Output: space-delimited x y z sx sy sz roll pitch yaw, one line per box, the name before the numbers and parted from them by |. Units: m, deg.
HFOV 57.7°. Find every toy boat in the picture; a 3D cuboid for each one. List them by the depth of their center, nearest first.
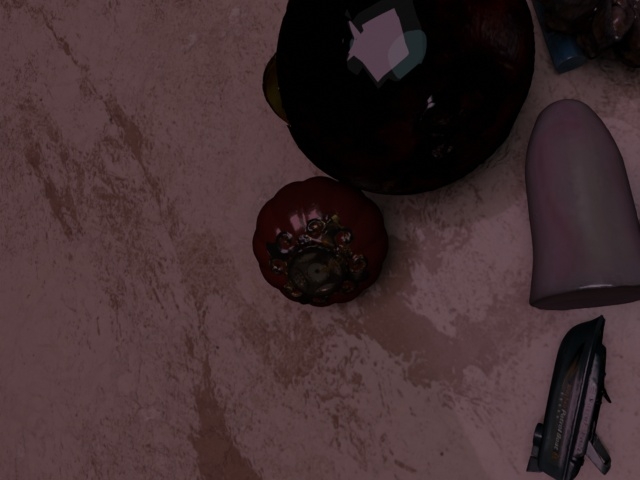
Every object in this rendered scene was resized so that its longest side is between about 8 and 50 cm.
toy boat | 0.370 0.225 0.820 0.103 0.093 0.245 12 88 33

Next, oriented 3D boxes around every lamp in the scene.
lamp | 0.000 0.000 0.970 0.227 0.227 0.226 -4 81 25

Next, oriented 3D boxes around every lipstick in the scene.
lipstick | 0.374 -0.349 0.924 0.048 0.048 0.157 -18 75 22

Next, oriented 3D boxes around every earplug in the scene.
earplug | 0.371 -0.063 0.837 0.173 0.172 0.301 -10 71 24

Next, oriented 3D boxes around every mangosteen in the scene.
mangosteen | 0.091 -0.265 0.869 0.421 0.381 0.380 34 98 26

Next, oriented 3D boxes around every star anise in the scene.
star anise | 0.413 -0.340 0.851 0.223 0.109 0.235 5 58 -9
